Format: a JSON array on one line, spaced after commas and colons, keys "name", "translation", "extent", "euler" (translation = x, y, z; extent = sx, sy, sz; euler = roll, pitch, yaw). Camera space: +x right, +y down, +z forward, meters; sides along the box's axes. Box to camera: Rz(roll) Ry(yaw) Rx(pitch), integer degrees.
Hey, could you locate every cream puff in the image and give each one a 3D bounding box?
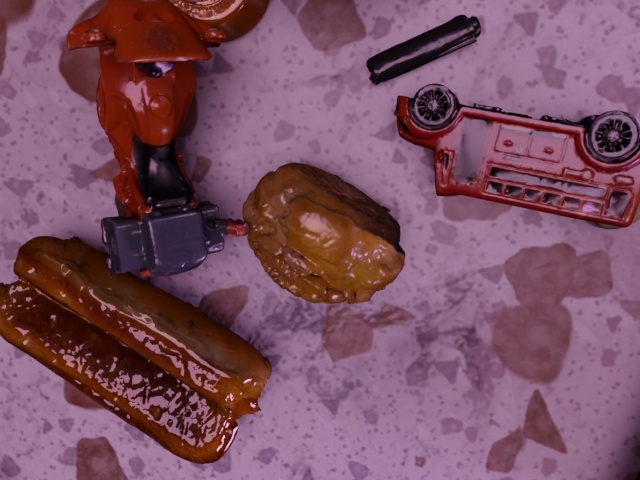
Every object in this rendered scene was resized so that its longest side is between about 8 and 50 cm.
[{"name": "cream puff", "translation": [0.000, 0.000, 0.616], "extent": [0.189, 0.189, 0.129], "euler": [35, 106, -1]}]

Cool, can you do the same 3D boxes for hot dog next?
[{"name": "hot dog", "translation": [-0.225, 0.123, 0.686], "extent": [0.348, 0.117, 0.158], "euler": [31, 98, 2]}]

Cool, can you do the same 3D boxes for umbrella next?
[{"name": "umbrella", "translation": [0.114, -0.215, 0.633], "extent": [0.133, 0.031, 0.036], "euler": [-21, 99, 8]}]

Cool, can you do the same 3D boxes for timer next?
[{"name": "timer", "translation": [-0.128, -0.285, 0.584], "extent": [0.132, 0.152, 0.132], "euler": [1, 100, 6]}]

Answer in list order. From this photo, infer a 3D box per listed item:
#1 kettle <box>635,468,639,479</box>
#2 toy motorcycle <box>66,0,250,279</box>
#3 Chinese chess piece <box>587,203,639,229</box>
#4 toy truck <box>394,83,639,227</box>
[{"name": "kettle", "translation": [0.486, 0.267, 0.596], "extent": [0.262, 0.203, 0.308], "euler": [16, 98, 5]}, {"name": "toy motorcycle", "translation": [-0.175, -0.113, 0.598], "extent": [0.147, 0.221, 0.326], "euler": [-12, 102, -28]}, {"name": "Chinese chess piece", "translation": [0.328, -0.054, 0.636], "extent": [0.084, 0.034, 0.084], "euler": [1, 100, 5]}, {"name": "toy truck", "translation": [0.199, -0.091, 0.591], "extent": [0.252, 0.107, 0.114], "euler": [13, 104, 13]}]
